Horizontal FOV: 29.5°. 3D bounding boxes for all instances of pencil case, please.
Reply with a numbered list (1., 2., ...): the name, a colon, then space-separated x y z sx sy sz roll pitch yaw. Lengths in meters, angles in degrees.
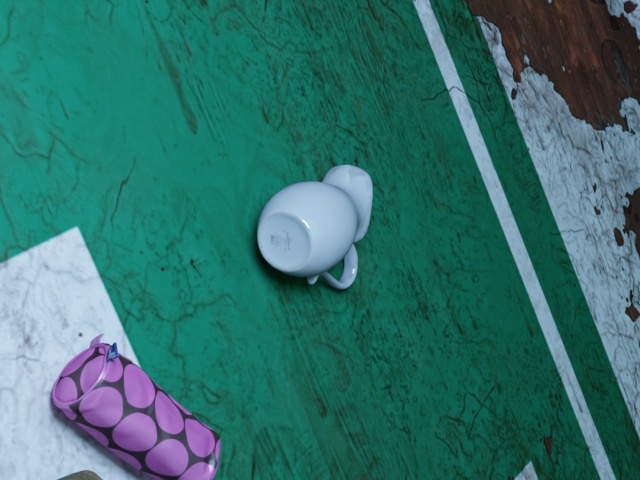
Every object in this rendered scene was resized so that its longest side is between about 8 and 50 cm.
1. pencil case: -0.203 0.203 1.397 0.209 0.095 0.098 48 31 -31

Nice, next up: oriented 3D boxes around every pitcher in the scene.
1. pitcher: 0.000 0.000 1.684 0.207 0.125 0.178 -30 117 -61

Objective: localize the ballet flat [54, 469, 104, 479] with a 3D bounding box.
1. ballet flat: -0.200 0.394 1.340 0.342 0.116 0.124 59 23 -12
